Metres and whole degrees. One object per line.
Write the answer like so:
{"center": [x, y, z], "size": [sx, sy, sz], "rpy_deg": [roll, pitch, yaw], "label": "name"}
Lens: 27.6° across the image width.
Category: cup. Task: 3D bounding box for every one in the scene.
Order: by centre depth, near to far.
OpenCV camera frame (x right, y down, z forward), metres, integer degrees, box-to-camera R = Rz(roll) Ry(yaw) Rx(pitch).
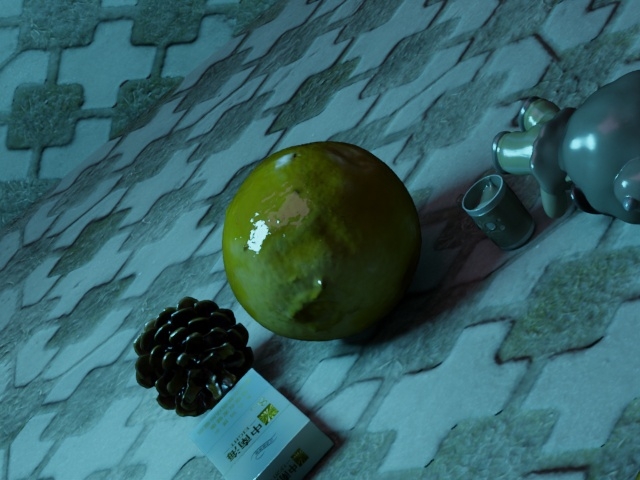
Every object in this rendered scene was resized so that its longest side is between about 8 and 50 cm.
{"center": [0.260, -0.035, 1.978], "size": [0.102, 0.099, 0.074], "rpy_deg": [-22, 33, 36], "label": "cup"}

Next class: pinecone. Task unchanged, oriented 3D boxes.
{"center": [-0.208, 0.201, 2.159], "size": [0.207, 0.208, 0.208], "rpy_deg": [-32, 29, 20], "label": "pinecone"}

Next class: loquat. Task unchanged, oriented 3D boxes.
{"center": [0.000, 0.000, 2.046], "size": [0.328, 0.328, 0.328], "rpy_deg": [-32, 29, 20], "label": "loquat"}

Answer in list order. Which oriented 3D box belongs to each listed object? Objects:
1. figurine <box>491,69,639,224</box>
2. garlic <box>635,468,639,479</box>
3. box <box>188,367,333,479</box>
{"center": [0.397, -0.133, 1.807], "size": [0.248, 0.203, 0.380], "rpy_deg": [-28, 20, -26], "label": "figurine"}
{"center": [0.450, 0.294, 1.260], "size": [0.338, 0.151, 0.196], "rpy_deg": [29, 101, 54], "label": "garlic"}
{"center": [-0.095, 0.305, 2.001], "size": [0.155, 0.067, 0.243], "rpy_deg": [-48, 27, -7], "label": "box"}
